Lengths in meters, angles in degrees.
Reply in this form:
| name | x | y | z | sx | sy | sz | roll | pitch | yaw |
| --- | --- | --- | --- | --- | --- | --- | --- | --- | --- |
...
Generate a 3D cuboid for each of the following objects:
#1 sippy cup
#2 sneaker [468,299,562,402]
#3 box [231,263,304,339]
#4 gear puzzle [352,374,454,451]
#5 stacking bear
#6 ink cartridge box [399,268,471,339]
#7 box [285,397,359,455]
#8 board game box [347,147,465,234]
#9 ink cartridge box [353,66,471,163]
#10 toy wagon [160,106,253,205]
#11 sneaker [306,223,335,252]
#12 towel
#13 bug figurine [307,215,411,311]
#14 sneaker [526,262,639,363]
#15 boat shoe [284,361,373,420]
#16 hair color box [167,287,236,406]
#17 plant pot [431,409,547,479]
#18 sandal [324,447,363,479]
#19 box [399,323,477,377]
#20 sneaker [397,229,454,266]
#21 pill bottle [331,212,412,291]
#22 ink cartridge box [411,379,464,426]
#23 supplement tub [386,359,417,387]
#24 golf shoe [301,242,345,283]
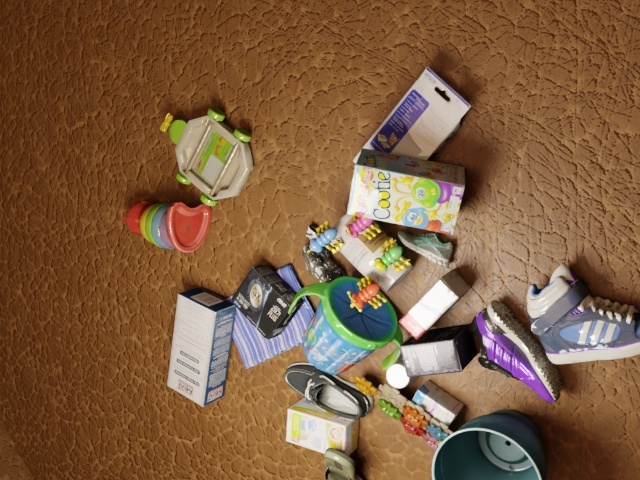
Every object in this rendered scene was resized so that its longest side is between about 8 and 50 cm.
| name | x | y | z | sx | sy | sz | roll | pitch | yaw |
| --- | --- | --- | --- | --- | --- | --- | --- | --- | --- |
| sippy cup | 0.065 | 0.259 | 1.963 | 0.305 | 0.240 | 0.224 | 53 | 129 | 21 |
| sneaker | 0.498 | 0.309 | 1.801 | 0.146 | 0.102 | 0.293 | -45 | 72 | 31 |
| box | -0.165 | 0.187 | 2.112 | 0.180 | 0.078 | 0.147 | 45 | 116 | 19 |
| gear puzzle | 0.223 | 0.488 | 1.951 | 0.339 | 0.044 | 0.175 | 33 | 153 | 20 |
| stacking bear | -0.526 | -0.060 | 2.268 | 0.289 | 0.175 | 0.164 | 11 | 96 | 36 |
| ink cartridge box | 0.310 | 0.171 | 1.856 | 0.072 | 0.127 | 0.175 | 46 | 117 | 13 |
| box | 0.009 | 0.572 | 2.102 | 0.203 | 0.103 | 0.114 | 10 | 104 | 27 |
| board game box | 0.222 | -0.129 | 1.784 | 0.276 | 0.144 | 0.142 | 12 | 117 | 6 |
| ink cartridge box | 0.249 | -0.285 | 1.851 | 0.165 | 0.065 | 0.332 | 47 | 118 | 14 |
| toy wagon | -0.366 | -0.288 | 2.185 | 0.344 | 0.068 | 0.267 | 40 | 114 | 18 |
| sneaker | 0.000 | 0.000 | 2.054 | 0.109 | 0.040 | 0.043 | 46 | 133 | 18 |
| towel | -0.167 | 0.247 | 2.182 | 0.336 | 0.040 | 0.243 | -30 | 83 | 29 |
| bug figurine | 0.099 | 0.040 | 1.830 | 0.216 | 0.072 | 0.279 | -42 | 77 | 18 |
| sneaker | 0.660 | 0.159 | 1.661 | 0.323 | 0.130 | 0.236 | -19 | 93 | 35 |
| boat shoe | 0.010 | 0.455 | 2.089 | 0.303 | 0.091 | 0.114 | 13 | 104 | 26 |
| hair color box | -0.394 | 0.349 | 2.269 | 0.174 | 0.105 | 0.347 | 22 | 111 | 30 |
| plant pot | 0.457 | 0.567 | 1.769 | 0.272 | 0.255 | 0.271 | 5 | 100 | 28 |
| sandal | 0.057 | 0.717 | 2.045 | 0.120 | 0.086 | 0.302 | 9 | 141 | 25 |
| box | 0.320 | 0.297 | 1.856 | 0.158 | 0.156 | 0.093 | -13 | 92 | 30 |
| sneaker | 0.293 | 0.005 | 1.887 | 0.167 | 0.065 | 0.076 | 30 | 95 | 18 |
| pill bottle | 0.142 | 0.028 | 1.922 | 0.229 | 0.131 | 0.131 | 46 | 116 | 14 |
| ink cartridge box | 0.327 | 0.455 | 1.917 | 0.123 | 0.089 | 0.052 | 31 | 112 | 21 |
| supplement tub | 0.235 | 0.372 | 1.939 | 0.071 | 0.107 | 0.070 | 0 | 91 | 27 |
| golf shoe | 0.011 | 0.091 | 2.049 | 0.198 | 0.077 | 0.094 | 62 | 154 | -8 |
